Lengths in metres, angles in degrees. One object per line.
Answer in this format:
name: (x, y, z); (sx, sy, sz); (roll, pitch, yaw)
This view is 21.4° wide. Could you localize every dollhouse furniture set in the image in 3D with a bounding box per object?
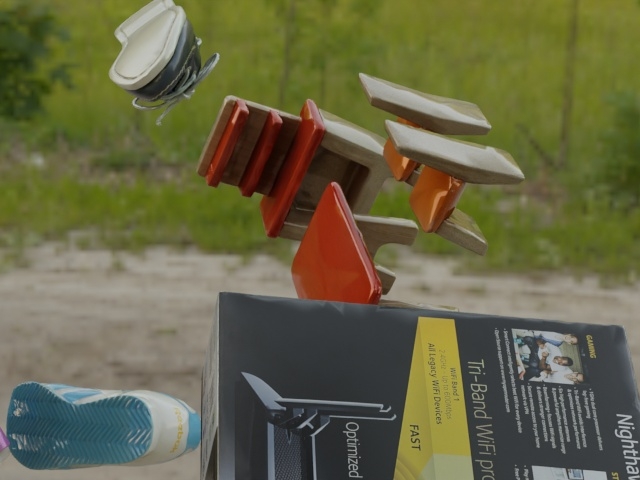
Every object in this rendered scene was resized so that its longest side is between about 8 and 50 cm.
dollhouse furniture set: (0.000, 0.000, 1.200); (0.135, 0.262, 0.259); (16, 25, -20)

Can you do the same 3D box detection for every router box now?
router box: (0.059, 0.175, 0.896); (0.243, 0.081, 0.308); (5, 48, -8)

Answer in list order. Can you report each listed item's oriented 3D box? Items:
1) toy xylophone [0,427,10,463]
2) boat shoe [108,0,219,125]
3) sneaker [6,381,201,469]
toy xylophone: (-0.449, 0.201, 1.502); (0.323, 0.236, 0.081); (-23, 7, 2)
boat shoe: (-0.152, -0.171, 1.625); (0.095, 0.079, 0.254); (-37, 19, 1)
sneaker: (-0.217, 0.184, 1.642); (0.229, 0.087, 0.092); (2, -6, 40)
